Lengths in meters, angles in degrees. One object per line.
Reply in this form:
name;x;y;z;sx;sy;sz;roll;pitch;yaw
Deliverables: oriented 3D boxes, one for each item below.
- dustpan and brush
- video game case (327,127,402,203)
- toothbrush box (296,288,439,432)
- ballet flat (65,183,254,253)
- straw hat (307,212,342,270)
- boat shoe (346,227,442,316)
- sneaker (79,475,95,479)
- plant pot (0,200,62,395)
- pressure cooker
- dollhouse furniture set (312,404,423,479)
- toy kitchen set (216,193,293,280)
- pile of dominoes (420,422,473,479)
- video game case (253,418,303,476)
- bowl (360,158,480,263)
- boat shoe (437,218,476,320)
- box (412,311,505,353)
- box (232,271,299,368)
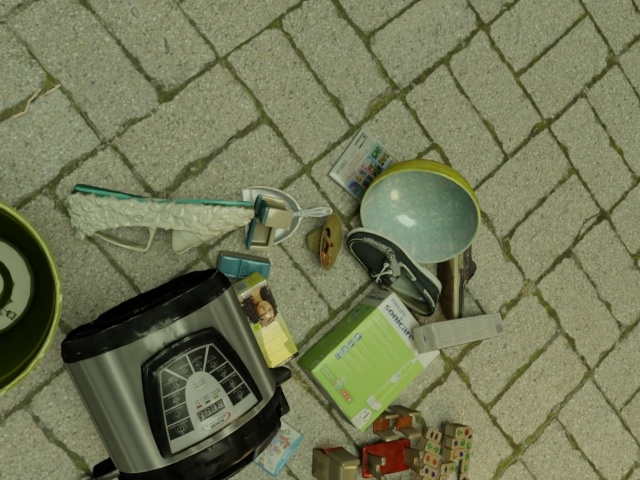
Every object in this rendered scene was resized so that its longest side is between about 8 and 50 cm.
dustpan and brush;-0.078;-0.063;1.524;0.211;0.060;0.147;-5;92;-19
video game case;0.116;-0.184;1.616;0.143;0.019;0.157;39;77;-16
toothbrush box;0.119;0.290;1.561;0.283;0.122;0.206;-42;103;-14
ballet flat;-0.344;-0.040;1.367;0.408;0.147;0.147;6;88;3
straw hat;0.000;0.000;1.549;0.061;0.144;0.145;7;87;23
boat shoe;0.185;0.081;1.579;0.302;0.114;0.091;33;48;-15
sneaker;-0.489;0.643;1.359;0.153;0.094;0.235;22;73;-10
plant pot;-0.666;0.093;1.162;0.366;0.353;0.367;0;90;-20
pressure cooker;-0.277;0.307;1.298;0.369;0.375;0.421;-19;98;22
dollhouse furniture set;0.124;0.554;1.581;0.259;0.135;0.262;3;89;-31
toy kitchen set;-0.152;0.006;1.413;0.122;0.166;0.207;10;103;-15
pile of dominoes;0.338;0.609;1.647;0.195;0.040;0.251;10;86;-39
video game case;-0.138;0.477;1.527;0.166;0.015;0.119;41;77;-15
bowl;0.253;-0.100;1.571;0.289;0.289;0.156;37;40;-16
boat shoe;0.365;0.069;1.661;0.092;0.103;0.286;0;84;-15
box;0.359;0.232;1.603;0.324;0.063;0.067;-1;72;-45
box;-0.131;0.192;1.467;0.087;0.058;0.232;-31;121;-16
